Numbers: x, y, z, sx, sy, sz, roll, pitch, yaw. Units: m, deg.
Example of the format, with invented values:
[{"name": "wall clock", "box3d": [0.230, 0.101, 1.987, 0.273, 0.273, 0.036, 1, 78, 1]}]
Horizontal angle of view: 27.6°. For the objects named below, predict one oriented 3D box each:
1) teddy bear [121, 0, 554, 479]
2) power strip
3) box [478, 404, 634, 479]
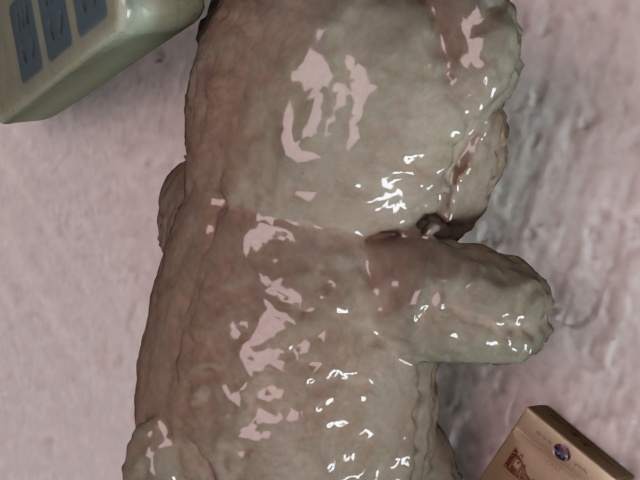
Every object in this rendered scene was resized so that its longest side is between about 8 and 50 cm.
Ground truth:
[{"name": "teddy bear", "box3d": [-0.001, 0.001, 0.588, 0.236, 0.151, 0.267, 13, 89, 43]}, {"name": "power strip", "box3d": [-0.134, -0.139, 0.684, 0.270, 0.046, 0.118, -13, 90, 62]}, {"name": "box", "box3d": [0.095, 0.122, 0.584, 0.053, 0.024, 0.083, 41, 106, 31]}]
